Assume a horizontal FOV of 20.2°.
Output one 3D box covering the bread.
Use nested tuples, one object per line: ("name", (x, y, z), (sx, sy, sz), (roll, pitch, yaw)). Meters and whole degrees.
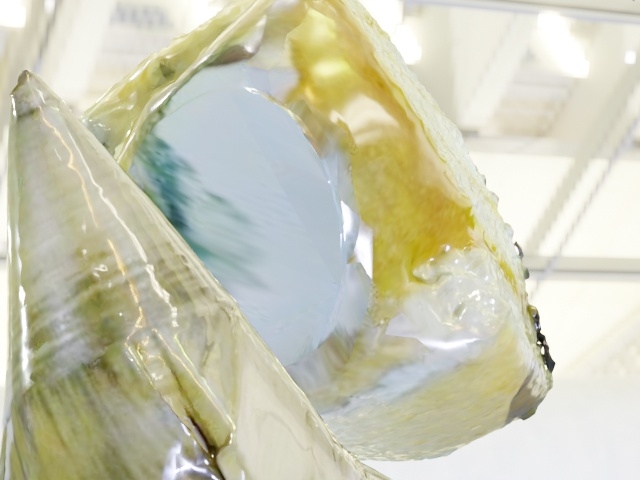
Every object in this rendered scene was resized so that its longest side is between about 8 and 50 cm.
("bread", (0.004, 0.007, 1.304), (0.395, 0.239, 0.264), (57, 11, 0))

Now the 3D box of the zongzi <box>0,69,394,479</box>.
("zongzi", (-0.073, 0.093, 0.427), (0.205, 0.204, 0.094), (-34, -165, 23))
